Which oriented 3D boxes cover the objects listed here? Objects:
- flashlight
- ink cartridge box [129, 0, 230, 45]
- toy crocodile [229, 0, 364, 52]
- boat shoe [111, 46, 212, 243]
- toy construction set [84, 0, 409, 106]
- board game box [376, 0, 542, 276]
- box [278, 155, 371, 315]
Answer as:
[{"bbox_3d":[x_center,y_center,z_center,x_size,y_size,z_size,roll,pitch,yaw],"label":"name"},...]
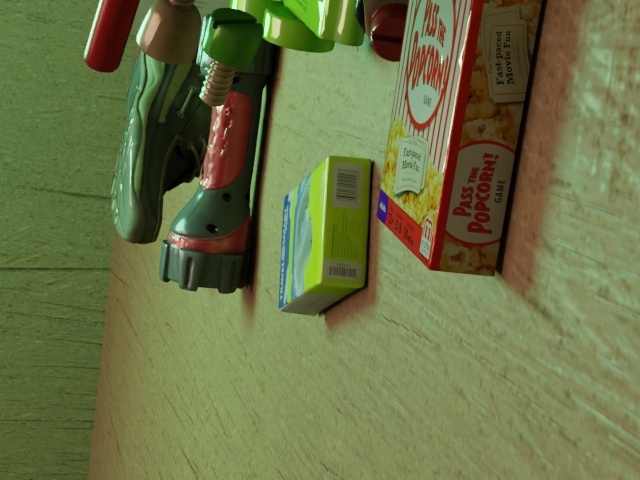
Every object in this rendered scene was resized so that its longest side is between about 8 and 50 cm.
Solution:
[{"bbox_3d":[-0.115,-0.098,1.772,0.103,0.103,0.304,-130,46,-75],"label":"flashlight"},{"bbox_3d":[-0.162,-0.362,1.947,0.171,0.168,0.233,-136,53,-75],"label":"ink cartridge box"},{"bbox_3d":[-0.007,-0.233,1.379,0.340,0.105,0.115,-133,50,-68],"label":"toy crocodile"},{"bbox_3d":[-0.196,-0.146,2.111,0.132,0.130,0.355,118,161,-52],"label":"boat shoe"},{"bbox_3d":[-0.028,-0.250,1.039,0.309,0.257,0.237,-46,-18,-54],"label":"toy construction set"},{"bbox_3d":[0.085,-0.090,0.986,0.147,0.045,0.193,-130,48,-73],"label":"board game box"},{"bbox_3d":[0.000,0.000,1.345,0.178,0.042,0.109,142,133,-72],"label":"box"}]
